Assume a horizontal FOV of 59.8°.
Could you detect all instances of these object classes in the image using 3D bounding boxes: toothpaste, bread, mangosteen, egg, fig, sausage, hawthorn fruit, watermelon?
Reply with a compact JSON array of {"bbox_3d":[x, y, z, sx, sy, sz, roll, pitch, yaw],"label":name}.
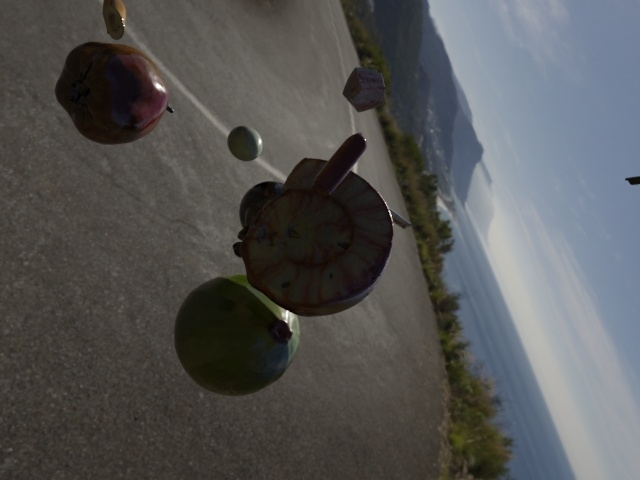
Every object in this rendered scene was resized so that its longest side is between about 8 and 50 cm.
[{"bbox_3d":[0.193,-0.101,1.749,0.218,0.052,0.033,34,66,-16],"label":"toothpaste"},{"bbox_3d":[0.001,0.004,1.192,0.295,0.327,0.114,33,-16,12],"label":"bread"},{"bbox_3d":[-0.171,-0.052,1.721,0.289,0.231,0.231,-43,120,-25],"label":"mangosteen"},{"bbox_3d":[-0.254,-0.326,1.881,0.152,0.114,0.114,52,0,43],"label":"egg"},{"bbox_3d":[-0.181,0.220,1.324,0.316,0.316,0.316,59,18,-33],"label":"fig"},{"bbox_3d":[0.036,-0.134,0.967,0.041,0.131,0.039,37,-12,2],"label":"sausage"},{"bbox_3d":[-0.408,-0.299,1.161,0.248,0.208,0.207,-7,76,-62],"label":"hawthorn fruit"},{"bbox_3d":[-0.501,-0.547,1.355,0.062,0.049,0.103,76,4,-58],"label":"bread"},{"bbox_3d":[0.094,-0.320,1.158,0.072,0.085,0.092,-173,-119,-78],"label":"watermelon"}]

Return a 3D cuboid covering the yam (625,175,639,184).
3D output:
[{"bbox_3d":[0.851,-0.156,1.417,0.033,0.130,0.027,-21,105,-54],"label":"yam"}]
